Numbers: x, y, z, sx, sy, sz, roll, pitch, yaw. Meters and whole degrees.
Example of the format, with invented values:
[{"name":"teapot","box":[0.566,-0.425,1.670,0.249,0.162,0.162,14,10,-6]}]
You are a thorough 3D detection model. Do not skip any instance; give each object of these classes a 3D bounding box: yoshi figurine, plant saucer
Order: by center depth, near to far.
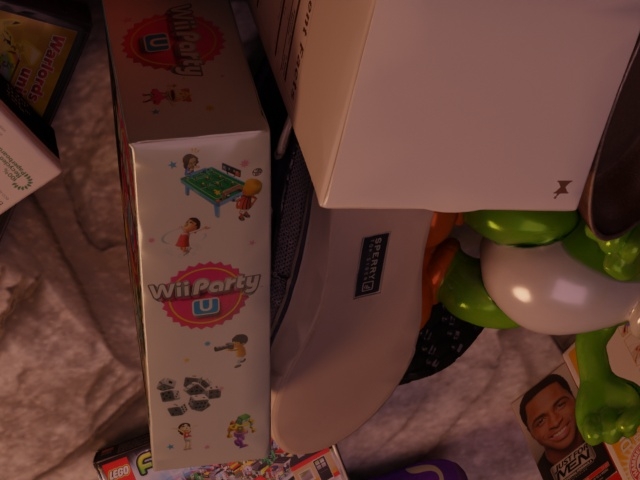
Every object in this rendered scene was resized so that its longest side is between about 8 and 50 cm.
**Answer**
[{"name":"plant saucer","box":[0.249,-0.147,1.196,0.310,0.050,0.311,-47,154,-32]},{"name":"yoshi figurine","box":[0.227,0.062,1.367,0.362,0.203,0.203,16,89,4]}]

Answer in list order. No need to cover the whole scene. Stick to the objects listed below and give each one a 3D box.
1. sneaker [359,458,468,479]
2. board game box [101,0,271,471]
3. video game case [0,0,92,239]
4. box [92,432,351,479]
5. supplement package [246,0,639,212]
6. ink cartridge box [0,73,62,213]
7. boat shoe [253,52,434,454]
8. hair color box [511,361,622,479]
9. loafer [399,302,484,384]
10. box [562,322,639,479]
[{"name":"sneaker","box":[-0.003,0.278,1.611,0.293,0.102,0.146,-31,130,10]},{"name":"board game box","box":[-0.096,-0.019,1.255,0.097,0.224,0.303,-6,130,-9]},{"name":"video game case","box":[-0.330,-0.084,1.255,0.248,0.035,0.275,13,123,-26]},{"name":"box","box":[-0.086,0.208,1.537,0.207,0.036,0.114,-21,100,1]},{"name":"supplement package","box":[0.066,-0.174,1.125,0.177,0.293,0.175,0,129,-18]},{"name":"ink cartridge box","box":[-0.365,-0.025,1.227,0.332,0.065,0.165,-33,130,9]},{"name":"boat shoe","box":[0.000,0.000,1.343,0.127,0.158,0.341,-8,133,-27]},{"name":"hair color box","box":[0.232,0.187,1.579,0.072,0.141,0.043,-41,128,18]},{"name":"loafer","box":[0.046,0.093,1.489,0.223,0.078,0.076,-30,126,-16]},{"name":"box","box":[0.317,0.154,1.535,0.114,0.203,0.103,27,117,-33]}]
